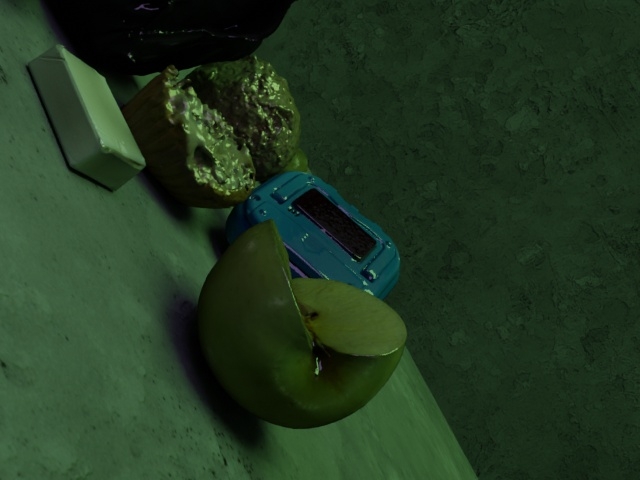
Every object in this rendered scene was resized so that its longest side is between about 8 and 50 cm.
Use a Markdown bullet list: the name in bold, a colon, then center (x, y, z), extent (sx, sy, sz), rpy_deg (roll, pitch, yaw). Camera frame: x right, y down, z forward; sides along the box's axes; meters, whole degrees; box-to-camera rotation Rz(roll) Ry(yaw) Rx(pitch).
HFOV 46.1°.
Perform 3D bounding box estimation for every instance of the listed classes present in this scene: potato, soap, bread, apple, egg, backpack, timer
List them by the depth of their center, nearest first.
- **soap**: center (-0.324, -0.171, 1.052), extent (0.183, 0.063, 0.121), rpy_deg (62, 9, 18)
- **apple**: center (-0.048, 0.133, 1.090), extent (0.295, 0.233, 0.258), rpy_deg (34, 7, -32)
- **bread**: center (-0.231, -0.166, 1.326), extent (0.274, 0.149, 0.274), rpy_deg (55, 15, -23)
- **backpack**: center (-0.216, -0.440, 1.339), extent (0.363, 0.445, 0.255), rpy_deg (-48, 115, -81)
- **timer**: center (-0.005, 0.008, 1.485), extent (0.340, 0.115, 0.309), rpy_deg (41, 33, 5)
- **egg**: center (-0.175, -0.264, 1.615), extent (0.310, 0.279, 0.279), rpy_deg (31, -9, 32)
- **potato**: center (-0.121, -0.233, 2.255), extent (0.157, 0.157, 0.194), rpy_deg (62, 7, 11)
